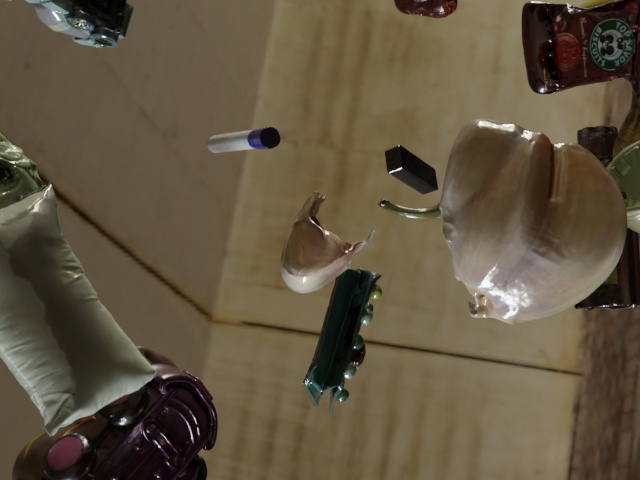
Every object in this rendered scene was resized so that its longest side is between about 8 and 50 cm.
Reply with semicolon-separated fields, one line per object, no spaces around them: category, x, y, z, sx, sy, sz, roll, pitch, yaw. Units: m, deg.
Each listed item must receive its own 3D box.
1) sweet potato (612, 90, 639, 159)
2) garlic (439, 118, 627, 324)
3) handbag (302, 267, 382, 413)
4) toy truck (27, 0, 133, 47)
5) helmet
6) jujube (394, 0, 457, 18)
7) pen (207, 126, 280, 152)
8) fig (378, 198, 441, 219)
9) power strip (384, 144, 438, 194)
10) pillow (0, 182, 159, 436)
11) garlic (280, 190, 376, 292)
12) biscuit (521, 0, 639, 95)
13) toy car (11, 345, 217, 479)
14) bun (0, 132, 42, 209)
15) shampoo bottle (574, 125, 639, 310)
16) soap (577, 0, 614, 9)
sweet potato;0.514;-0.184;1.783;0.053;0.054;0.182;29;109;54
garlic;0.241;-0.017;1.243;0.110;0.217;0.228;122;161;-83
handbag;0.051;0.198;2.189;0.274;0.100;0.268;88;-162;-70
toy truck;-0.381;-0.358;1.570;0.257;0.140;0.108;27;-110;-45
helmet;0.543;-0.084;1.601;0.257;0.137;0.204;-36;21;30
jujube;0.193;-0.448;2.010;0.077;0.129;0.077;-27;-53;-41
pen;-0.121;-0.152;1.670;0.269;0.033;0.033;-173;92;-68
fig;0.224;-0.066;1.857;0.149;0.245;0.149;168;90;-83
power strip;0.129;-0.098;1.543;0.111;0.029;0.038;27;-129;-52
pillow;-0.286;0.067;1.149;0.144;0.254;0.078;-31;-1;-31
garlic;0.002;0.013;1.416;0.124;0.099;0.174;-57;-7;1
biscuit;0.412;-0.294;1.654;0.063;0.235;0.151;-13;-76;-39
toy car;-0.336;0.312;1.677;0.340;0.240;0.271;-49;-41;-24
bun;-0.533;-0.083;1.674;0.108;0.221;0.221;-4;74;55
shampoo bottle;0.501;-0.040;1.939;0.084;0.129;0.323;8;-101;-47
soap;0.685;-0.430;2.098;0.306;0.427;0.115;-144;53;-84
